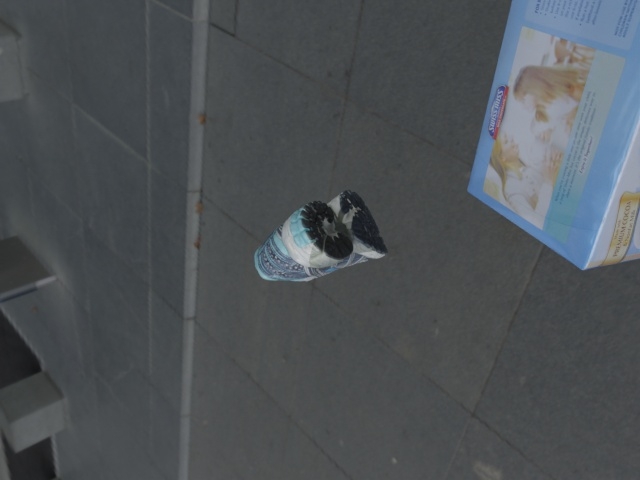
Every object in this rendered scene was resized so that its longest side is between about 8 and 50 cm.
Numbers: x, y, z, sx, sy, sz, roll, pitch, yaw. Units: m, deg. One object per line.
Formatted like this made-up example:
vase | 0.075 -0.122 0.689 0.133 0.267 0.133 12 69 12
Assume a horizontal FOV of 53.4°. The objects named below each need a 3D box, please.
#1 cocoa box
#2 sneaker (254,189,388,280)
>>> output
cocoa box | 0.364 -0.176 0.770 0.231 0.228 0.347 47 138 49
sneaker | 0.000 0.000 0.919 0.122 0.283 0.110 -30 79 24
